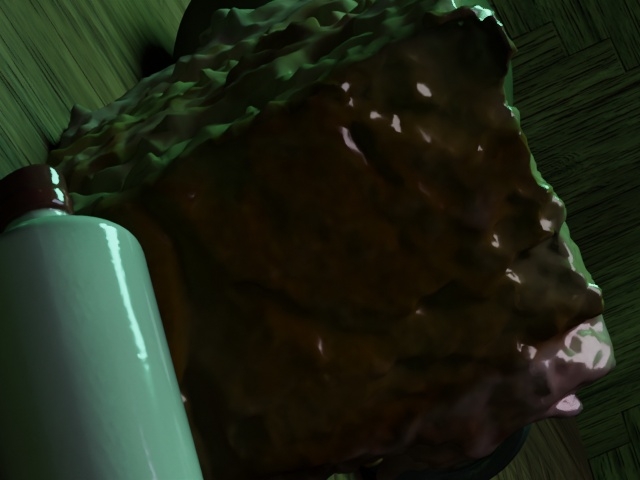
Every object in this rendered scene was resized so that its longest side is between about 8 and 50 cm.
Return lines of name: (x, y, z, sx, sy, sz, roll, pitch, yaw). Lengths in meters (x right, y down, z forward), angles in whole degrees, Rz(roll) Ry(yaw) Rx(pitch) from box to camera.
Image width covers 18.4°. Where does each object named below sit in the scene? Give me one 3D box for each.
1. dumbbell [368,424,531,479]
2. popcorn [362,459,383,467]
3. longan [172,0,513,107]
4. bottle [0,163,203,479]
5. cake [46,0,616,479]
dumbbell: (0.108, 0.095, 1.895, 0.179, 0.179, 0.406, 62, 12, -18)
popcorn: (0.020, 0.094, 1.566, 0.180, 0.170, 0.180, 58, -7, 11)
longan: (0.020, -0.122, 1.694, 0.319, 0.319, 0.319, 61, 12, -22)
bottle: (-0.126, 0.069, 1.017, 0.104, 0.104, 0.245, 48, 20, -58)
cake: (0.000, 0.000, 1.273, 0.307, 0.314, 0.293, -110, 176, -73)
